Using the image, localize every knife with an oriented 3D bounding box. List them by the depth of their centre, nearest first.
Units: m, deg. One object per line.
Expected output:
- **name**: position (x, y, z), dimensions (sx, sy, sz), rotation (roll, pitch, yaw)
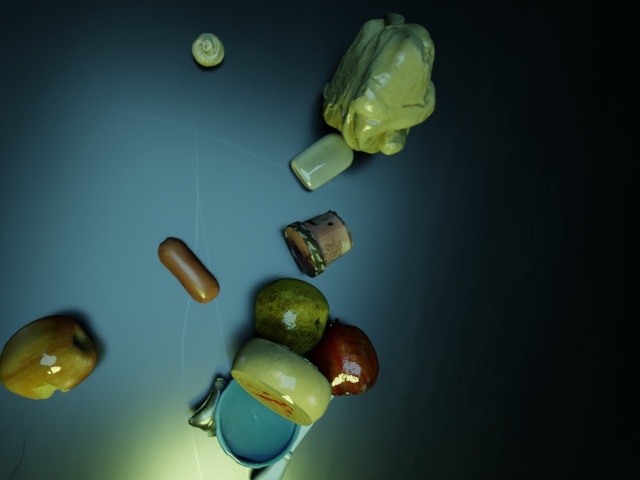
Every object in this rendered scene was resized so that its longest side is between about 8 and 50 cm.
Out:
- **knife**: position (-0.080, 0.527, 1.327), dimensions (0.080, 0.044, 0.331), rotation (34, 75, 0)

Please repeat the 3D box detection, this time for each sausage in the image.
- **sausage**: position (-0.332, 0.075, 1.262), dimensions (0.077, 0.077, 0.194), rotation (-41, 97, -11)

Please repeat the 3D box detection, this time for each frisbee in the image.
- **frisbee**: position (-0.160, 0.450, 1.282), dimensions (0.242, 0.045, 0.242), rotation (11, 68, -28)

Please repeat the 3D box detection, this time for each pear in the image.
- **pear**: position (-0.070, 0.191, 1.254), dimensions (0.197, 0.197, 0.197), rotation (0, 88, -13)

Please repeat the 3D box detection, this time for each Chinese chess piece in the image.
- **Chinese chess piece**: position (-0.094, 0.335, 1.183), dimensions (0.251, 0.251, 0.097), rotation (40, 62, -9)

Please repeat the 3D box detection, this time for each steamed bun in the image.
- **steamed bun**: position (0.161, -0.383, 1.256), dimensions (0.230, 0.372, 0.325), rotation (24, 113, -21)

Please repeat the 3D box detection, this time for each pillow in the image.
- **pillow**: position (-0.265, 0.426, 1.273), dimensions (0.091, 0.055, 0.136), rotation (38, 78, -3)

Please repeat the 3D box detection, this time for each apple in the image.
- **apple**: position (-0.624, 0.270, 1.142), dimensions (0.199, 0.199, 0.199), rotation (0, 88, -13)

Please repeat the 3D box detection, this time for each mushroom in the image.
- **mushroom**: position (-0.290, -0.492, 1.292), dimensions (0.083, 0.067, 0.083), rotation (-1, 96, -12)

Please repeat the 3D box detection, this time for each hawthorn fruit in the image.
- **hawthorn fruit**: position (0.057, 0.301, 1.302), dimensions (0.185, 0.185, 0.202), rotation (-8, 71, -13)

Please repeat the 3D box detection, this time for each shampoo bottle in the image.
- **shampoo bottle**: position (0.032, -0.234, 1.365), dimensions (0.221, 0.051, 0.108), rotation (-36, 93, -11)

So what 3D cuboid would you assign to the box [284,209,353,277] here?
- **box**: position (0.000, 0.000, 1.305), dimensions (0.135, 0.151, 0.151), rotation (-30, 95, -20)
